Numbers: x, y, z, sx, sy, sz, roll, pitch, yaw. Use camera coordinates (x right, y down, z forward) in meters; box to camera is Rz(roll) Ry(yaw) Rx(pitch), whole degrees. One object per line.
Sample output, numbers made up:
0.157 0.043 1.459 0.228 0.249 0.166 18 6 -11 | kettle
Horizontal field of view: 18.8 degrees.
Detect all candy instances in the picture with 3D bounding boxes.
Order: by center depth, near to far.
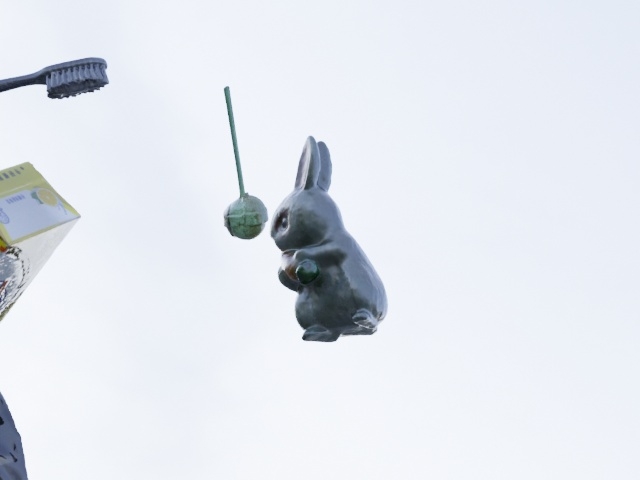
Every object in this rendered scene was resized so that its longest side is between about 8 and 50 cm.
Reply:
-0.108 -0.099 2.492 0.061 0.202 0.061 -9 10 2 | candy

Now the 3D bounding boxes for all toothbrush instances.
-0.322 -0.098 1.500 0.321 0.031 0.023 -13 -45 -5 | toothbrush

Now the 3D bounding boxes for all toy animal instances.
-0.001 0.001 2.385 0.125 0.251 0.127 -14 -16 -8 | toy animal

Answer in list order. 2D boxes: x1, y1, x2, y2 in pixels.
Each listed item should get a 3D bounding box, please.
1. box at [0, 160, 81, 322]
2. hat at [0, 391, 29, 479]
-0.413 0.045 2.213 0.097 0.168 0.265 43 -67 9 | box
-0.490 0.320 2.034 0.381 0.366 0.257 -13 -3 -11 | hat
